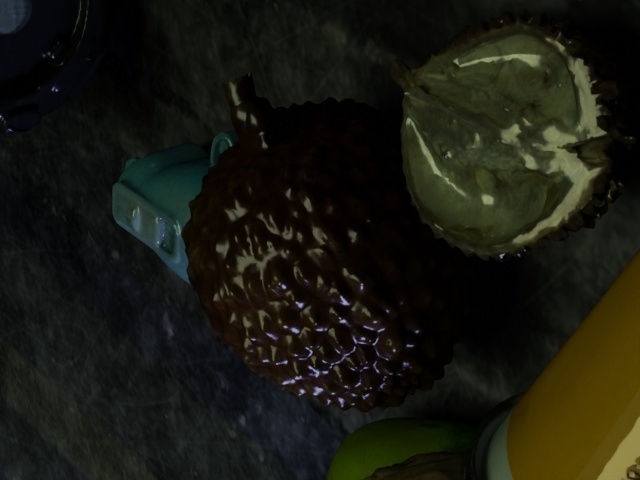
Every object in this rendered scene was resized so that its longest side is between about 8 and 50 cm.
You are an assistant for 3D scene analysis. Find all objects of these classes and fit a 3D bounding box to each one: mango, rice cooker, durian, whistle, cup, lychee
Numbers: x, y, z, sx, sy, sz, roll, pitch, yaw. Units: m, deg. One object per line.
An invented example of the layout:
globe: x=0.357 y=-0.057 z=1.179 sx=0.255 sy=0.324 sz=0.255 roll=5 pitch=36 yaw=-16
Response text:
mango: x=0.068 y=0.182 z=1.198 sx=0.163 sy=0.089 sz=0.117 roll=-4 pitch=100 yaw=55
rice cooker: x=-0.298 y=-0.212 z=1.405 sx=0.224 sy=0.267 sz=0.267 roll=33 pitch=131 yaw=40
durian: x=0.114 y=-0.069 z=1.006 sx=0.188 sy=0.091 sz=0.148 roll=29 pitch=116 yaw=36
whistle: x=-0.067 y=-0.001 z=1.311 sx=0.274 sy=0.093 sz=0.186 roll=35 pitch=132 yaw=39
cup: x=0.201 y=0.087 z=0.883 sx=0.196 sy=0.196 sz=0.279 roll=50 pitch=133 yaw=29
lychee: x=0.000 y=0.000 z=1.112 sx=0.200 sy=0.200 sz=0.238 roll=-10 pitch=117 yaw=57

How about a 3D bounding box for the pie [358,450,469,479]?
pie: x=0.110 y=0.287 z=1.106 sx=0.339 sy=0.083 sz=0.339 roll=22 pitch=126 yaw=34
